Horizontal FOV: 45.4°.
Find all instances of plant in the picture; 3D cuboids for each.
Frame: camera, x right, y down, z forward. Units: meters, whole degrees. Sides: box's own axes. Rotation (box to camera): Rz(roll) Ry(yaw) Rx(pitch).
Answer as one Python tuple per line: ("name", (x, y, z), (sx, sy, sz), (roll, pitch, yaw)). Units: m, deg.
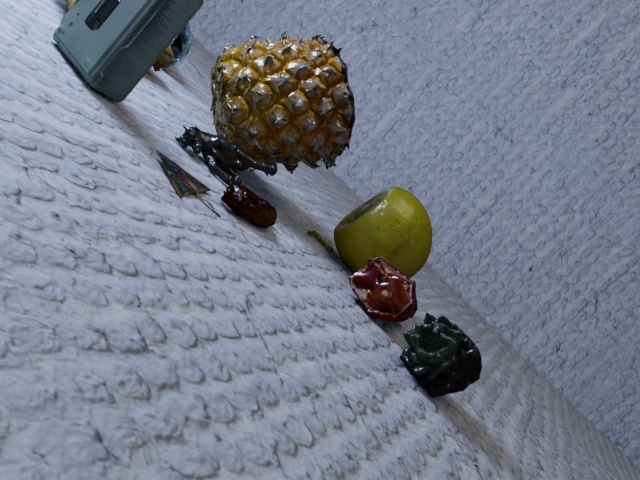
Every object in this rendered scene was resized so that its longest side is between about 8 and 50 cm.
("plant", (0.233, 0.225, 1.472), (0.129, 0.132, 0.194), (45, 3, 35))

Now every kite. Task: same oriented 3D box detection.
("kite", (-0.230, -0.098, 1.330), (0.159, 0.010, 0.190), (45, 10, 2))

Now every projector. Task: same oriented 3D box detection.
("projector", (-0.365, -0.413, 1.419), (0.192, 0.257, 0.099), (48, 10, 33))

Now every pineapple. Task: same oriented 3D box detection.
("pineapple", (-0.102, -0.313, 1.805), (0.352, 0.300, 0.353), (169, -90, -75))

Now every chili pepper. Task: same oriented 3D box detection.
("chili pepper", (0.001, -0.001, 1.865), (0.083, 0.017, 0.030), (42, 10, -12))
("chili pepper", (0.151, 0.126, 1.714), (0.144, 0.136, 0.253), (0, -14, 12))

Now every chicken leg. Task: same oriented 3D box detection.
("chicken leg", (-0.126, -0.063, 1.499), (0.089, 0.048, 0.219), (51, 12, 28))

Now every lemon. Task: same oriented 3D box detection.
("lemon", (0.167, 0.003, 1.896), (0.219, 0.240, 0.240), (55, 7, -10))

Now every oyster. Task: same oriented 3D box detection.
("oyster", (-0.480, -0.648, 2.313), (0.351, 0.162, 0.158), (56, -5, 47))

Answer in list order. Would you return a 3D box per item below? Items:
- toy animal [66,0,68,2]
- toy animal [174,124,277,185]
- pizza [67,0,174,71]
("toy animal", (-0.660, -0.678, 1.970), (0.218, 0.103, 0.101), (42, -11, 7))
("toy animal", (-0.201, -0.183, 1.630), (0.148, 0.084, 0.232), (47, 13, 31))
("pizza", (-0.526, -0.572, 1.815), (0.440, 0.130, 0.406), (61, 18, -21))
